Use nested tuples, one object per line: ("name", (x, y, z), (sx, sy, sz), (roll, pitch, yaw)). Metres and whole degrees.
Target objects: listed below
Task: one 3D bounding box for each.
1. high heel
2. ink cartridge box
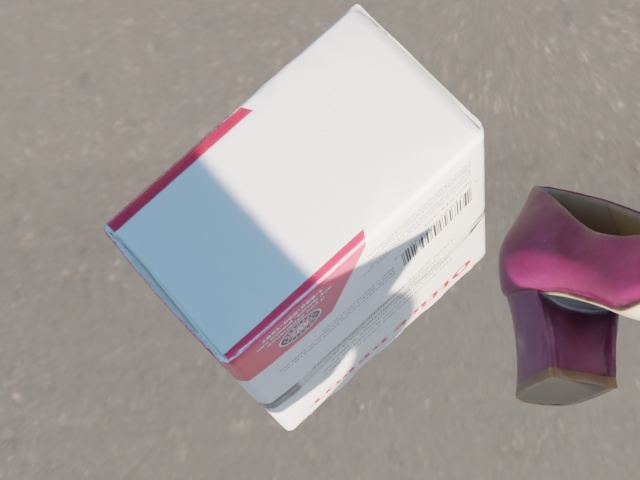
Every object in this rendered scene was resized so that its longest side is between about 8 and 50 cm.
("high heel", (0.236, -0.017, 1.009), (0.127, 0.377, 0.181), (14, 65, -27))
("ink cartridge box", (0.000, 0.000, 0.826), (0.172, 0.237, 0.100), (-42, 75, -5))
